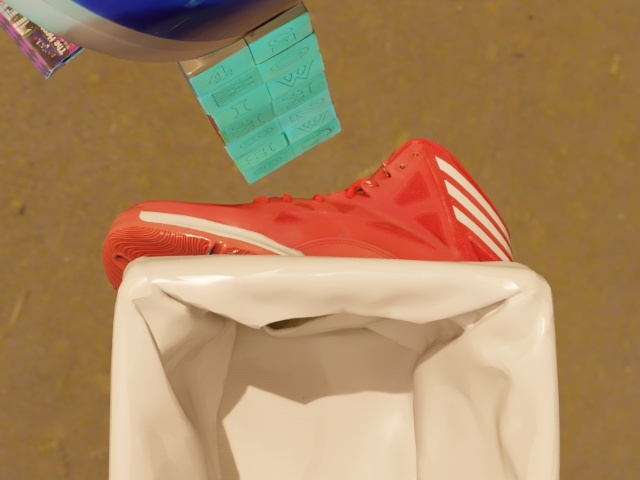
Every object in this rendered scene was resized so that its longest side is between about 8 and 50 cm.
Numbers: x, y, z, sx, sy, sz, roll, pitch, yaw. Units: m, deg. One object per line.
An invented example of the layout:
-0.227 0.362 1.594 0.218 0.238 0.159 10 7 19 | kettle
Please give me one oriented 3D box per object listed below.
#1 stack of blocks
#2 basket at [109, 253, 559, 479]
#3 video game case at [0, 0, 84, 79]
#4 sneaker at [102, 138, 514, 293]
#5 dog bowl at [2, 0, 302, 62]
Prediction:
-0.073 -0.162 1.079 0.087 0.171 0.297 -30 169 -1 | stack of blocks
0.002 0.086 0.433 0.103 0.113 0.167 -129 -140 -87 | basket
-0.249 -0.303 1.431 0.210 0.042 0.232 -42 95 -19 | video game case
0.000 0.000 0.804 0.128 0.221 0.087 -85 -160 -44 | sneaker
-0.078 -0.224 0.716 0.265 0.104 0.264 21 59 -39 | dog bowl
